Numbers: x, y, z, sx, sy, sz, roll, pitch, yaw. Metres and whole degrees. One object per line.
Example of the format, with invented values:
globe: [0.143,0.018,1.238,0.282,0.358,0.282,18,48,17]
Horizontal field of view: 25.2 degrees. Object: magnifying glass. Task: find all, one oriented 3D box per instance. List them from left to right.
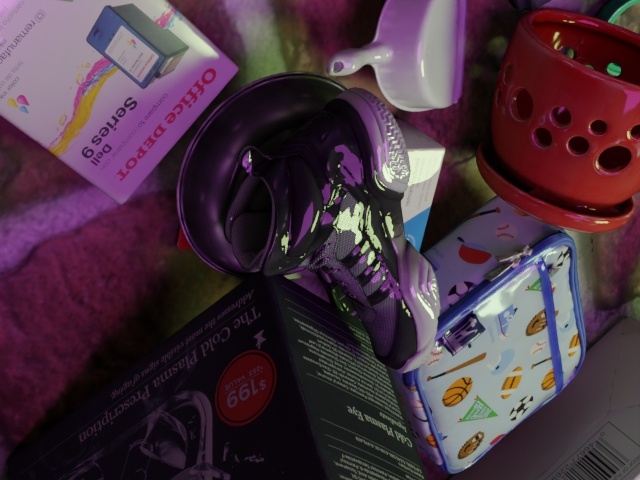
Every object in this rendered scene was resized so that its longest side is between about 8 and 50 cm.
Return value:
magnifying glass: [0.381,-0.228,1.533,0.231,0.026,0.092,-12,124,-30]

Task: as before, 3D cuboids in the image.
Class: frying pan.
frying pan: [-0.026,0.006,1.279,0.197,0.053,0.326,-17,122,-23]

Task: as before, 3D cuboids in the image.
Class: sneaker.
sneaker: [0.005,0.013,1.207,0.153,0.101,0.268,-23,120,-19]

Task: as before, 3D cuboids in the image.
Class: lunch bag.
lunch bag: [0.174,0.097,1.511,0.243,0.115,0.303,-35,145,-13]

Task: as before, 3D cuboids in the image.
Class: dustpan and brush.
dustpan and brush: [0.071,-0.174,1.295,0.211,0.060,0.147,-38,133,-60]

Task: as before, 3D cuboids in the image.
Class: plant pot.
plant pot: [0.254,-0.112,1.408,0.191,0.191,0.174,1,121,-36]

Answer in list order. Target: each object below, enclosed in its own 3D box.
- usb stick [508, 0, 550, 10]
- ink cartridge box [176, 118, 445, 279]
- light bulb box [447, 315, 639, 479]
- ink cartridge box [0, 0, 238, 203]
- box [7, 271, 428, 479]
usb stick: [0.299,-0.308,1.369,0.278,0.045,0.077,-28,130,1]
ink cartridge box: [-0.009,-0.039,1.345,0.231,0.078,0.134,-5,120,-32]
light bulb box: [0.382,0.356,1.726,0.358,0.225,0.361,-42,119,-3]
ink cartridge box: [-0.192,-0.152,1.133,0.154,0.093,0.212,-48,136,0]
box: [-0.084,0.258,1.258,0.343,0.312,0.179,-37,137,21]
